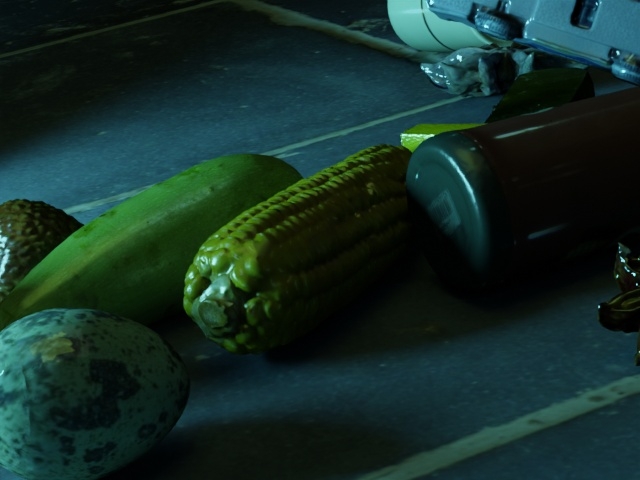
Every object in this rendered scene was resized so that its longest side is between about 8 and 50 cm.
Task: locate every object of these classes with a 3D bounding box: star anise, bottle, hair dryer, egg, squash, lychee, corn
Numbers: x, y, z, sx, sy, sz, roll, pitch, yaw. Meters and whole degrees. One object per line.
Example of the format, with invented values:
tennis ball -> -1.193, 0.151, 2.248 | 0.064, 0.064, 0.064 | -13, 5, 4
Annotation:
star anise -> 0.218, -0.198, 2.305 | 0.204, 0.061, 0.180 | -5, 13, 6
bottle -> 0.253, -0.063, 1.786 | 0.336, 0.144, 0.144 | -17, 21, -22
hair dryer -> 0.286, -0.308, 2.514 | 0.362, 0.128, 0.203 | -6, 6, -26
egg -> -0.180, 0.115, 1.496 | 0.172, 0.132, 0.132 | -7, 17, -26
squash -> -0.158, 0.016, 1.795 | 0.370, 0.118, 0.118 | -25, 25, -33
star anise -> 0.306, 0.046, 1.581 | 0.190, 0.070, 0.097 | -13, 47, -14
lychee -> -0.269, 0.019, 1.841 | 0.146, 0.114, 0.114 | 3, 15, -20
corn -> 0.000, 0.000, 1.757 | 0.120, 0.120, 0.363 | 2, 22, 30

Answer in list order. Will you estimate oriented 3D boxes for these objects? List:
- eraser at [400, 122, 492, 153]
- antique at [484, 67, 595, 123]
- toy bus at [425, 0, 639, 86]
eraser -> 0.143, -0.062, 1.904 | 0.122, 0.097, 0.045 | 2, 23, 34
antique -> 0.231, -0.116, 2.045 | 0.081, 0.080, 0.221 | -1, 19, 18
toy bus -> 0.285, -0.241, 2.155 | 0.329, 0.109, 0.136 | 19, 3, 11
